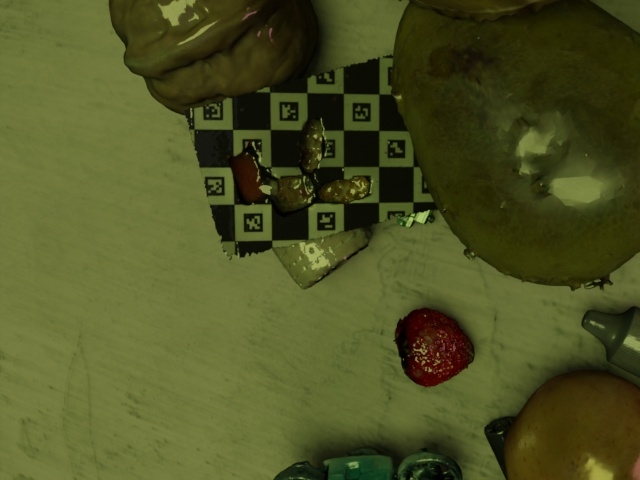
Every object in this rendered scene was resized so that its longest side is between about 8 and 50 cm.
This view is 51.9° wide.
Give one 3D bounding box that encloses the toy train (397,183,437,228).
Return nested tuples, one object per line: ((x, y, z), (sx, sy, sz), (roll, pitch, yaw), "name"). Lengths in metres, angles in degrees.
((0.127, -0.051, 0.823), (0.053, 0.033, 0.083), (26, 108, 12), "toy train")

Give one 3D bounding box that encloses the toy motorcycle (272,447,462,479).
((0.067, 0.365, 0.867), (0.260, 0.154, 0.206), (-11, 115, 13), "toy motorcycle")

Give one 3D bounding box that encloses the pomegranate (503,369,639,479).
((0.300, 0.242, 0.722), (0.191, 0.191, 0.191), (4, 101, 21), "pomegranate")

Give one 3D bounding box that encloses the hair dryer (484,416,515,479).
((0.197, 0.335, 0.798), (0.195, 0.050, 0.173), (-24, 88, -20), "hair dryer")

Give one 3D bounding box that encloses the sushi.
((-0.004, -0.096, 0.782), (0.280, 0.043, 0.192), (-17, 98, -9), "sushi")

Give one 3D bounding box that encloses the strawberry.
((0.141, 0.132, 0.819), (0.106, 0.106, 0.106), (4, 101, 21), "strawberry")

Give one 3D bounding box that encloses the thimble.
((0.000, 0.000, 0.844), (0.115, 0.102, 0.090), (-39, 83, 12), "thimble")

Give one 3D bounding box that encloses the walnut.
((-0.123, -0.271, 0.781), (0.248, 0.248, 0.248), (4, 101, 21), "walnut")

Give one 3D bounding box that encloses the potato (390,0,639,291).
((0.209, -0.120, 0.682), (0.270, 0.219, 0.359), (-45, 74, 10), "potato")

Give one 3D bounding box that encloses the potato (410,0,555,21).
((0.106, -0.440, 0.522), (0.385, 0.319, 0.442), (-35, 58, 23), "potato")

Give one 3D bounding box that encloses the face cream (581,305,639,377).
((0.434, 0.151, 0.703), (0.311, 0.092, 0.092), (25, 107, 17), "face cream")
